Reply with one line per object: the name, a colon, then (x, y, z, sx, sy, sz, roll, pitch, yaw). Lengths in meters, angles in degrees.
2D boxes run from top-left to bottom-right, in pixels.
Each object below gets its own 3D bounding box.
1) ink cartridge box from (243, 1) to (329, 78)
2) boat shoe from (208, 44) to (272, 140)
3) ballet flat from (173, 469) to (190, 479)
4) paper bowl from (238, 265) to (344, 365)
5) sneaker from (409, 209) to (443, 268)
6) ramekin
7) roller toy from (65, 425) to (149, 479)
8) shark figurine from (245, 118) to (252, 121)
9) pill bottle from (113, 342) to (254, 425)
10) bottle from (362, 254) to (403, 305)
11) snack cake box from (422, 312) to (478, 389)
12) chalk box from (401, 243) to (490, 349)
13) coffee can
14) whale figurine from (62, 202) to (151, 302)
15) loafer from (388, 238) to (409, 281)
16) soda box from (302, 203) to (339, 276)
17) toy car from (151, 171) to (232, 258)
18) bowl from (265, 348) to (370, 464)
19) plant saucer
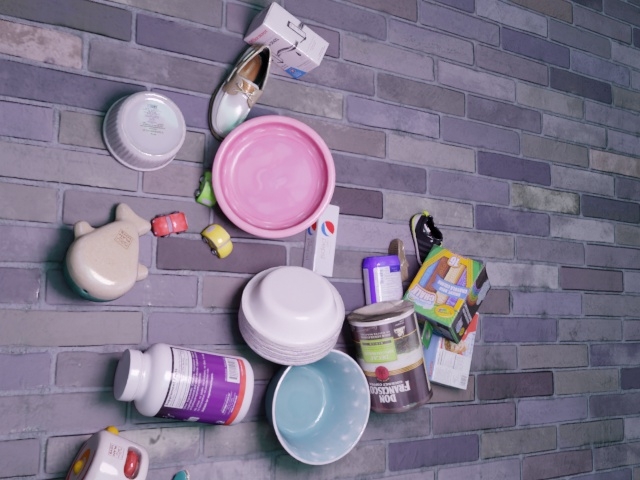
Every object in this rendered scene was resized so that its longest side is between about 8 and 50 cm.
ink cartridge box: (-0.102, -0.580, 1.933, 0.203, 0.148, 0.086, 30, 72, -24)
boat shoe: (-0.224, -0.427, 1.869, 0.113, 0.103, 0.302, 27, 72, -26)
ballet flat: (-0.365, 0.676, 1.713, 0.052, 0.057, 0.168, 30, 72, -55)
paper bowl: (-0.074, 0.183, 1.790, 0.284, 0.148, 0.284, 9, 42, -8)
sneaker: (0.363, 0.017, 2.184, 0.084, 0.097, 0.235, -27, 99, -30)
ramekin: (-0.449, -0.288, 1.716, 0.207, 0.109, 0.207, 3, 83, -30)
roller toy: (-0.507, 0.549, 1.549, 0.146, 0.191, 0.209, 33, 70, -23)
shark figurine: (-0.133, -0.219, 1.912, 0.278, 0.116, 0.166, 55, 28, -24)
pill bottle: (-0.343, 0.362, 1.674, 0.322, 0.181, 0.182, 16, 77, -28)
bottle: (0.201, 0.188, 2.072, 0.118, 0.092, 0.283, -5, 88, -26)
snack cake box: (0.421, 0.346, 2.193, 0.152, 0.089, 0.264, 21, 75, -26)
chalk box: (0.376, 0.195, 2.060, 0.289, 0.179, 0.180, -56, 149, -13)
coffee can: (0.202, 0.334, 1.933, 0.201, 0.201, 0.275, -17, 99, -31)
whale figurine: (-0.528, 0.033, 1.644, 0.216, 0.141, 0.272, 40, 42, -22)
loafer: (0.255, 0.066, 2.143, 0.050, 0.056, 0.148, -4, 97, -32)
soda box: (0.000, 0.000, 1.980, 0.069, 0.074, 0.216, 11, 79, -30)
toy car: (-0.319, -0.086, 1.807, 0.239, 0.053, 0.225, 22, 74, -28)
bowl: (-0.030, 0.456, 1.864, 0.311, 0.163, 0.312, 3, 83, -30)
plant saucer: (-0.127, -0.171, 1.811, 0.332, 0.084, 0.332, 0, 88, -2)
